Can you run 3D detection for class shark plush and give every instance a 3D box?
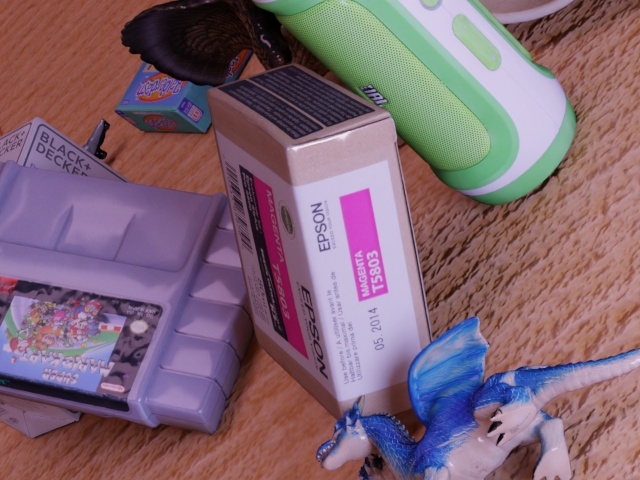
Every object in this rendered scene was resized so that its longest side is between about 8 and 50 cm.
[{"bbox_3d":[-0.301,-0.073,2.029,0.161,0.067,0.073,-41,31,22],"label":"shark plush"}]

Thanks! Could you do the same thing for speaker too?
[{"bbox_3d":[0.066,-0.156,1.329,0.131,0.296,0.131,-34,33,25],"label":"speaker"}]

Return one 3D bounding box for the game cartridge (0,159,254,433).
[{"bbox_3d":[-0.225,0.045,1.618,0.355,0.068,0.230,9,58,22],"label":"game cartridge"}]

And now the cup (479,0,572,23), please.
[{"bbox_3d":[0.171,-0.384,1.461,0.331,0.331,0.237,-12,23,51],"label":"cup"}]

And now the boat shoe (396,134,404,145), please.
[{"bbox_3d":[0.096,-0.139,1.538,0.137,0.049,0.043,-44,28,28],"label":"boat shoe"}]

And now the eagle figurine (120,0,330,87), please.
[{"bbox_3d":[-0.052,-0.215,1.698,0.298,0.226,0.225,46,119,56],"label":"eagle figurine"}]

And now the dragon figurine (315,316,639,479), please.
[{"bbox_3d":[0.110,0.114,1.200,0.289,0.085,0.144,-44,31,20],"label":"dragon figurine"}]

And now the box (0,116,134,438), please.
[{"bbox_3d":[-0.297,0.036,1.803,0.087,0.169,0.290,-24,40,42],"label":"box"}]

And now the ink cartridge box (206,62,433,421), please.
[{"bbox_3d":[0.000,0.000,1.337,0.088,0.235,0.193,-17,22,-16],"label":"ink cartridge box"}]

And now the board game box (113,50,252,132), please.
[{"bbox_3d":[-0.133,-0.221,1.960,0.160,0.047,0.210,8,66,58],"label":"board game box"}]
